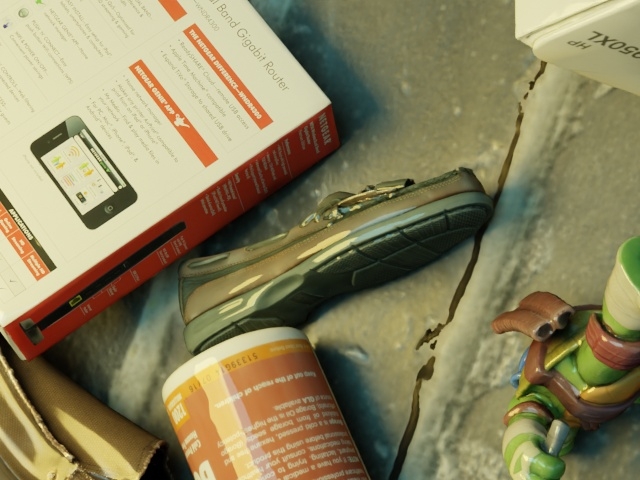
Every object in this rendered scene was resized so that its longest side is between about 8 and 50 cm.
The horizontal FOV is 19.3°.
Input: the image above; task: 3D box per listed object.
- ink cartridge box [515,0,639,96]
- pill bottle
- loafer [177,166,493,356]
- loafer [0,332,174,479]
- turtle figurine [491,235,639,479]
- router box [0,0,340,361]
[{"bbox_3d":[0.279,-0.287,1.195,0.166,0.285,0.395,-19,64,50],"label":"ink cartridge box"},{"bbox_3d":[-0.026,0.183,1.389,0.121,0.121,0.216,-30,71,17],"label":"pill bottle"},{"bbox_3d":[0.000,0.000,1.425,0.267,0.096,0.084,-28,66,19],"label":"loafer"},{"bbox_3d":[-0.174,0.184,1.463,0.130,0.134,0.366,-34,75,4],"label":"loafer"},{"bbox_3d":[0.222,0.121,1.238,0.198,0.266,0.274,13,50,-11],"label":"turtle figurine"},{"bbox_3d":[-0.202,-0.124,1.477,0.301,0.082,0.335,-34,68,-9],"label":"router box"}]
